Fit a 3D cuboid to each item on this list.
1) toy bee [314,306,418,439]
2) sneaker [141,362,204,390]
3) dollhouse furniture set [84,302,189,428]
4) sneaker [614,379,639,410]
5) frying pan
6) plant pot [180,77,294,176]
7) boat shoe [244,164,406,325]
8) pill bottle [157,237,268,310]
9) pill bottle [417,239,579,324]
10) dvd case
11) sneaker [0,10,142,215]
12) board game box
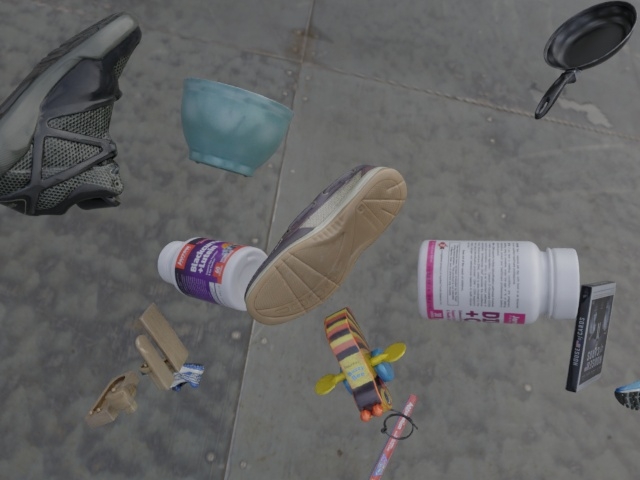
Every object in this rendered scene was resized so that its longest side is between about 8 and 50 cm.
[{"bbox_3d":[0.101,0.278,1.095,0.298,0.195,0.162,41,11,5],"label":"toy bee"},{"bbox_3d":[-0.313,0.286,1.154,0.135,0.052,0.058,-1,80,10],"label":"sneaker"},{"bbox_3d":[-0.350,0.220,0.981,0.151,0.123,0.144,-23,19,15],"label":"dollhouse furniture set"},{"bbox_3d":[0.723,0.320,1.211,0.162,0.063,0.073,-13,29,2],"label":"sneaker"},{"bbox_3d":[0.577,-0.393,1.186,0.053,0.197,0.326,40,54,-33],"label":"frying pan"},{"bbox_3d":[-0.235,-0.278,1.441,0.293,0.293,0.196,15,94,-3],"label":"plant pot"},{"bbox_3d":[0.000,0.000,0.790,0.285,0.103,0.092,-47,32,-4],"label":"boat shoe"},{"bbox_3d":[-0.189,0.052,0.956,0.194,0.108,0.108,9,44,35],"label":"pill bottle"},{"bbox_3d":[0.337,0.079,1.067,0.283,0.160,0.160,0,50,17],"label":"pill bottle"},{"bbox_3d":[0.619,0.214,1.262,0.030,0.238,0.179,10,7,42],"label":"dvd case"},{"bbox_3d":[-0.234,-0.117,0.553,0.087,0.130,0.227,7,61,42],"label":"sneaker"},{"bbox_3d":[0.196,0.577,1.560,0.027,0.145,0.281,27,67,14],"label":"board game box"}]
